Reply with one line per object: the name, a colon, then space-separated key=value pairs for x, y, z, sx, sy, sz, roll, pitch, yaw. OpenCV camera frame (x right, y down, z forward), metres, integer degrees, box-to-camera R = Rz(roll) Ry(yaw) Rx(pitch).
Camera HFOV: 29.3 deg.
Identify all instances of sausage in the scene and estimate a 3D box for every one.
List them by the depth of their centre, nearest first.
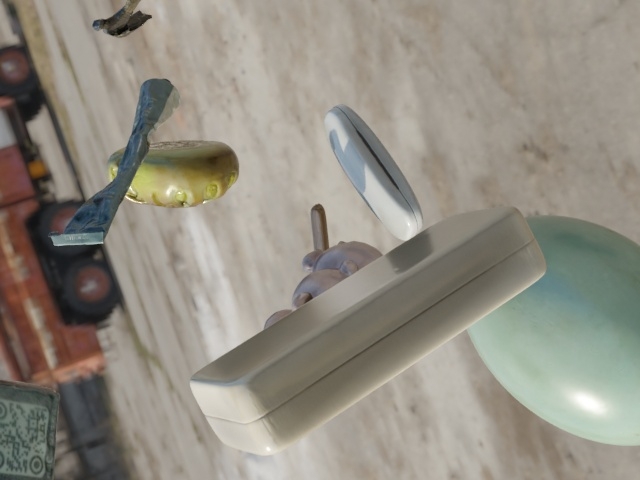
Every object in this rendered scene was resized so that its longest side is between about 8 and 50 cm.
sausage: x=0.000 y=0.000 z=1.832 sx=0.026 sy=0.026 sz=0.116 roll=-133 pitch=34 yaw=-59

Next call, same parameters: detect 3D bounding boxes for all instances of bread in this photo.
bread: x=-0.231 y=-0.106 z=1.962 sx=0.213 sy=0.213 sz=0.105 roll=-150 pitch=52 yaw=-70

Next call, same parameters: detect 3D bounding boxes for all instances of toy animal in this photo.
toy animal: x=0.009 y=0.089 z=1.572 sx=0.212 sy=0.124 sz=0.124 roll=-52 pitch=-44 yaw=-51

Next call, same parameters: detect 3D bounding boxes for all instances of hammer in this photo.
hammer: x=-0.218 y=-0.413 z=1.787 sx=0.027 sy=0.297 sz=0.125 roll=44 pitch=-162 yaw=8

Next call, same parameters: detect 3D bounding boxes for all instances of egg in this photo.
egg: x=0.368 y=0.122 z=1.713 sx=0.389 sy=0.276 sz=0.276 roll=36 pitch=154 yaw=19

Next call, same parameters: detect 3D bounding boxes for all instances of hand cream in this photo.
hand cream: x=-0.223 y=-0.094 z=1.379 sx=0.052 sy=0.248 sz=0.075 roll=38 pitch=144 yaw=-18

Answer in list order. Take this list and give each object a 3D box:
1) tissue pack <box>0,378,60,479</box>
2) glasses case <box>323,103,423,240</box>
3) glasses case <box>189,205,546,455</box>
tissue pack: x=-0.376 y=0.218 z=1.049 sx=0.103 sy=0.315 sz=0.228 roll=-13 pitch=69 yaw=40
glasses case: x=0.066 y=-0.087 z=1.561 sx=0.197 sy=0.049 sz=0.076 roll=56 pitch=162 yaw=15
glasses case: x=0.047 y=0.079 z=1.147 sx=0.076 sy=0.336 sz=0.144 roll=63 pitch=158 yaw=-9
